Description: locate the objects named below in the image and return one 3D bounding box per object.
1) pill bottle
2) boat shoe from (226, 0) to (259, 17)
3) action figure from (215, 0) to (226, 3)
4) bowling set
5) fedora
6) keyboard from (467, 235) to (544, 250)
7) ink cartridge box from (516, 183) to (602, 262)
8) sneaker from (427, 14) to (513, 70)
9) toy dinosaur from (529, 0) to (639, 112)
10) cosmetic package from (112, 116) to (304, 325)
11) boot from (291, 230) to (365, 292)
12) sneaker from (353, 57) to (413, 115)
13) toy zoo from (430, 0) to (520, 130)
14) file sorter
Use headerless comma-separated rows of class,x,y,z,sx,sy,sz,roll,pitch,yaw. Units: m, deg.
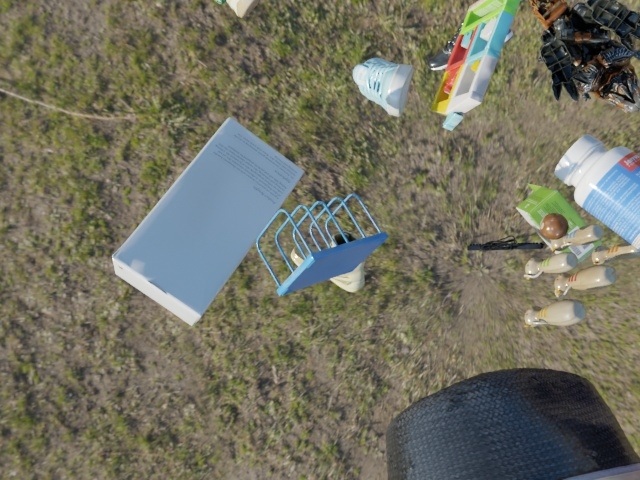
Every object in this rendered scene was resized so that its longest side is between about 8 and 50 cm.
pill bottle,0.515,-0.081,0.984,0.124,0.124,0.221,-49,64,8
boat shoe,-0.099,-0.355,0.733,0.103,0.285,0.092,-39,115,18
action figure,-0.205,-0.419,0.803,0.137,0.232,0.063,31,86,47
bowling set,0.508,0.030,1.210,0.287,0.154,0.200,-34,91,-21
fedora,0.189,0.220,0.589,0.334,0.334,0.152,-21,62,13
keyboard,0.485,0.005,1.525,0.192,0.100,0.038,-3,93,20
ink cartridge box,0.632,-0.051,1.600,0.097,0.255,0.189,-42,95,9
sneaker,0.470,-0.664,1.900,0.283,0.107,0.124,-21,117,22
toy dinosaur,0.428,-0.332,0.980,0.322,0.218,0.164,26,118,1
cosmetic package,-0.218,-0.037,1.155,0.197,0.155,0.365,37,69,-5
boot,0.028,0.039,1.819,0.262,0.203,0.095,28,56,18
sneaker,0.155,-0.410,1.530,0.150,0.366,0.135,11,107,1
toy zoo,0.310,-0.367,1.194,0.030,0.192,0.293,21,91,-13
file sorter,0.000,0.000,0.957,0.118,0.170,0.104,-47,67,44
